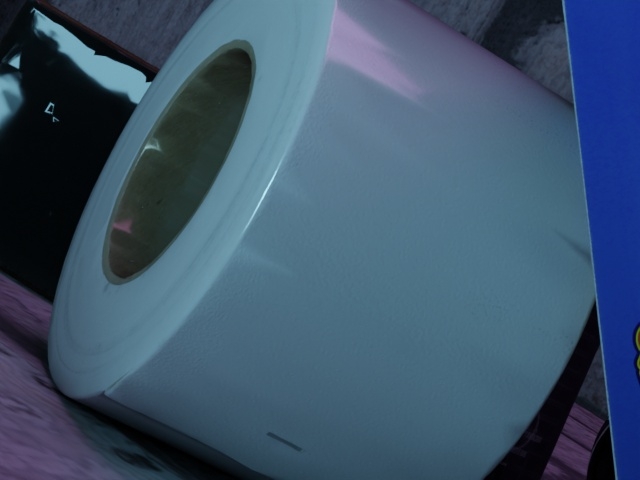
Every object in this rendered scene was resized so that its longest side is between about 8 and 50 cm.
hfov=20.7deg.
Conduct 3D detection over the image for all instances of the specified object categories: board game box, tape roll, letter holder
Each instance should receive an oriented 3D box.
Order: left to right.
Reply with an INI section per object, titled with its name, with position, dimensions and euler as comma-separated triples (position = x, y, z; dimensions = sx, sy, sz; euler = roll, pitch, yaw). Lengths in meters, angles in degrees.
[letter holder]
position = -0.068, 0.000, 1.123
dimensions = 0.302, 0.152, 0.214
euler = 31, 1, 11
[tape roll]
position = 0.000, 0.000, 0.851
dimensions = 0.169, 0.246, 0.246
euler = 30, 3, -22
[board game box]
position = 0.180, 0.043, 0.788
dimensions = 0.078, 0.347, 0.233
euler = -6, 3, 17

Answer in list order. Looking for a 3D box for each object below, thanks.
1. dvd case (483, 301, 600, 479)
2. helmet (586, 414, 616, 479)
[dvd case]
position = 0.107, 0.064, 1.032
dimensions = 0.018, 0.221, 0.164
euler = 22, -3, 43
[helmet]
position = 0.281, 0.186, 1.288
dimensions = 0.169, 0.169, 0.161
euler = 28, 19, -34
